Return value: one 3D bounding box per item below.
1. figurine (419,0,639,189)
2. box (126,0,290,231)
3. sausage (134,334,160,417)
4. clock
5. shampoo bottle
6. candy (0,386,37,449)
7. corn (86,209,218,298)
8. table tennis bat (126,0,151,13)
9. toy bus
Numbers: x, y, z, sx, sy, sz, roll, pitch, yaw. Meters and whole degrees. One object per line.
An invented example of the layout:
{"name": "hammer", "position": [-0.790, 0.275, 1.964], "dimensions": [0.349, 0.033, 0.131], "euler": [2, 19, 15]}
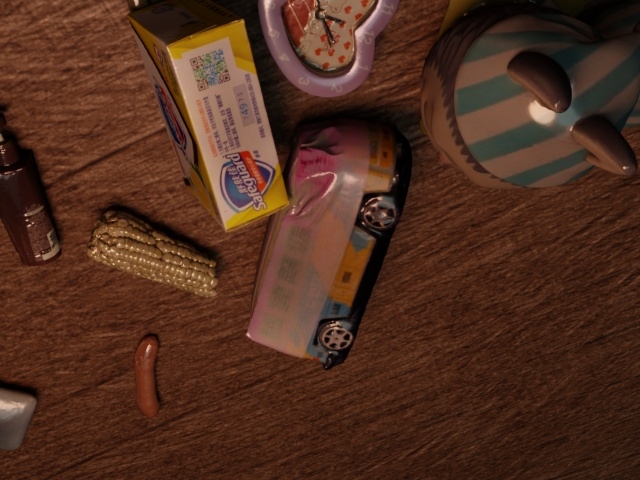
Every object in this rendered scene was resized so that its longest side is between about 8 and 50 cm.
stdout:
{"name": "figurine", "position": [0.317, -0.151, 0.890], "dimensions": [0.362, 0.377, 0.266], "euler": [-8, 126, 0]}
{"name": "box", "position": [-0.140, -0.164, 0.940], "dimensions": [0.097, 0.168, 0.265], "euler": [-26, 130, -18]}
{"name": "sausage", "position": [-0.307, 0.244, 1.300], "dimensions": [0.043, 0.043, 0.186], "euler": [1, 125, -8]}
{"name": "clock", "position": [0.000, -0.291, 0.938], "dimensions": [0.172, 0.064, 0.198], "euler": [13, 123, -16]}
{"name": "shampoo bottle", "position": [-0.431, -0.070, 1.040], "dimensions": [0.067, 0.068, 0.236], "euler": [-5, 125, -1]}
{"name": "candy", "position": [-0.599, 0.301, 1.284], "dimensions": [0.174, 0.071, 0.138], "euler": [18, 121, -21]}
{"name": "corn", "position": [-0.251, 0.021, 1.126], "dimensions": [0.211, 0.087, 0.087], "euler": [22, 120, -28]}
{"name": "table tennis bat", "position": [-0.244, -0.359, 0.888], "dimensions": [0.131, 0.022, 0.234], "euler": [-12, 124, 0]}
{"name": "toy bus", "position": [0.000, 0.000, 1.086], "dimensions": [0.162, 0.171, 0.386], "euler": [11, 123, -11]}
